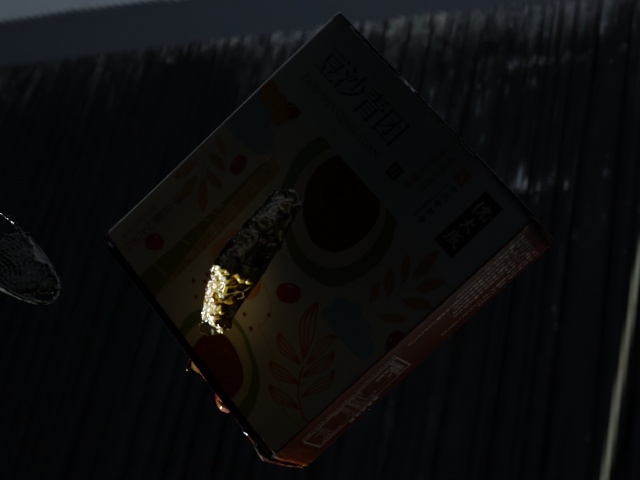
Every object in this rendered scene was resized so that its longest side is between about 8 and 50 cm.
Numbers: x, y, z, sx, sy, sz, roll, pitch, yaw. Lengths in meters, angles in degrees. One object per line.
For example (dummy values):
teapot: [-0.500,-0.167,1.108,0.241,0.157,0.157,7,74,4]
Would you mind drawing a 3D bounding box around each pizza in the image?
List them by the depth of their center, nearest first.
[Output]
pizza: [-0.075,0.022,1.313,0.041,0.178,0.131,34,178,9]

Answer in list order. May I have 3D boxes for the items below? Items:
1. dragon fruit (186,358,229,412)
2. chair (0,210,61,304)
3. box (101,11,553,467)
dragon fruit: [-0.091,0.157,1.644,0.133,0.136,0.166,41,173,20]
chair: [-0.399,0.023,1.435,0.213,0.174,0.149,-20,145,-27]
box: [0.000,0.000,1.453,0.385,0.344,0.122,-43,155,5]
